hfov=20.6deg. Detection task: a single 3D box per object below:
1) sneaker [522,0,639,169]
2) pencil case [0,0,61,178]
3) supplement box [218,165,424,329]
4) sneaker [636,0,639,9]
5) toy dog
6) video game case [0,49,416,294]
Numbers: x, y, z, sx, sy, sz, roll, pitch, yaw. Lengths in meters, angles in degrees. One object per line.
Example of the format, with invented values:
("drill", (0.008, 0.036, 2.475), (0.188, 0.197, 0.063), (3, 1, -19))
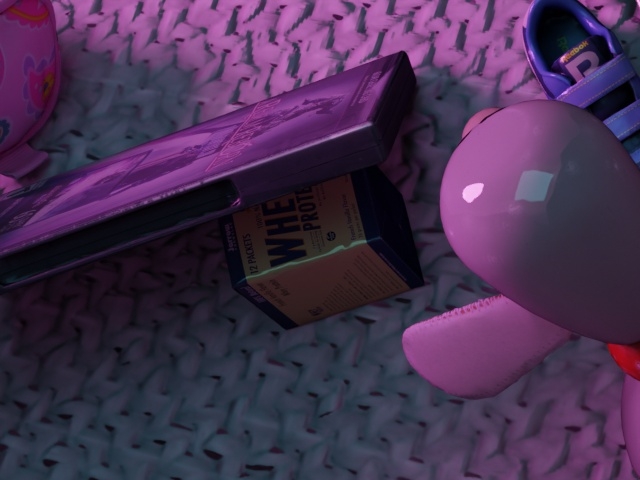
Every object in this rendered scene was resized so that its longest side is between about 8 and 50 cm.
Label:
("sneaker", (0.147, -0.072, 0.925), (0.053, 0.059, 0.144), (-33, 64, 2))
("pencil case", (-0.289, -0.128, 1.073), (0.284, 0.124, 0.124), (21, 78, 24))
("supplement box", (0.000, 0.000, 0.936), (0.083, 0.083, 0.056), (-19, 66, 13))
("sneaker", (0.213, -0.117, 0.927), (0.188, 0.066, 0.071), (42, 104, 33))
("toy dog", (0.151, 0.032, 0.767), (0.220, 0.334, 0.161), (-25, 40, -7))
("video game case", (-0.087, -0.029, 0.933), (0.274, 0.196, 0.026), (-20, 102, 12))
